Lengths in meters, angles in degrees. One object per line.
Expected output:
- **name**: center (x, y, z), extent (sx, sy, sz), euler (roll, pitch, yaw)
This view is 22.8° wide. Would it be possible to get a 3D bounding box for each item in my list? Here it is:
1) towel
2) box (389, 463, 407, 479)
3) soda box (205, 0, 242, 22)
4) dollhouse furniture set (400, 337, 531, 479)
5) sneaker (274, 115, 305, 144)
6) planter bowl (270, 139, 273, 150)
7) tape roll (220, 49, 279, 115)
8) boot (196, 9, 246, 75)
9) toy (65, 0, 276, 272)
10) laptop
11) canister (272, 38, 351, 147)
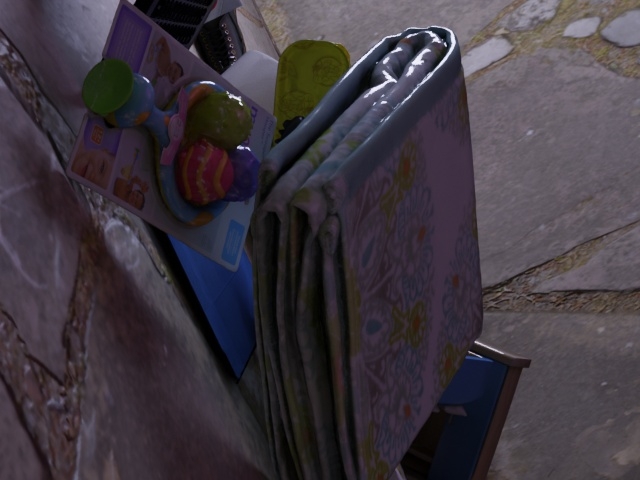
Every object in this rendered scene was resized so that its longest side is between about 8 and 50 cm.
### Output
- **towel**: center (0.049, 0.019, 1.383), extent (0.374, 0.090, 0.320), euler (-48, 139, -54)
- **box**: center (0.048, 0.234, 1.651), extent (0.067, 0.063, 0.324), euler (55, 11, -67)
- **soda box**: center (-0.193, -0.405, 2.095), extent (0.091, 0.098, 0.286), euler (59, 7, -49)
- **dollhouse furniture set**: center (0.055, 0.186, 1.895), extent (0.286, 0.198, 0.303), euler (21, 6, 36)
- **sneaker**: center (0.000, 0.000, 1.500), extent (0.078, 0.106, 0.234), euler (-70, 162, -85)
- **planter bowl**: center (-0.017, -0.012, 1.874), extent (0.217, 0.090, 0.217), euler (46, -8, 8)
- **tape roll**: center (0.012, -0.077, 2.011), extent (0.392, 0.072, 0.392), euler (46, -7, 7)
- **boot**: center (-0.137, -0.273, 2.184), extent (0.198, 0.077, 0.137), euler (57, 15, -50)
- **toy**: center (-0.089, -0.071, 1.198), extent (0.237, 0.056, 0.137), euler (32, 70, -54)
- **laptop**: center (-0.058, -0.133, 1.475), extent (0.236, 0.408, 0.382), euler (31, 7, -1)
- **canister**: center (-0.007, -0.130, 1.615), extent (0.170, 0.073, 0.126), euler (63, 31, -88)
